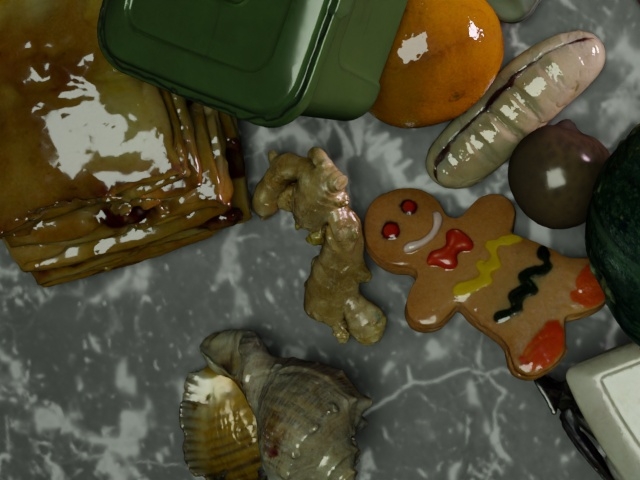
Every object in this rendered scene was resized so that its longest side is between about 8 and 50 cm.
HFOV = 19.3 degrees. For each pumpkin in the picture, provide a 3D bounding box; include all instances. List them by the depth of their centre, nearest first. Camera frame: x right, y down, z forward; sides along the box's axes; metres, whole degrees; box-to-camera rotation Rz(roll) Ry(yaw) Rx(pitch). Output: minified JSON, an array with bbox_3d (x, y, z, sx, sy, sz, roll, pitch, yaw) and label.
[{"bbox_3d":[0.388,-0.042,1.703,0.293,0.197,0.263,-30,53,-15],"label":"pumpkin"}]

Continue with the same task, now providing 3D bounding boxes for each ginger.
[{"bbox_3d":[0.000,0.000,1.859,0.193,0.052,0.176,37,137,20],"label":"ginger"}]

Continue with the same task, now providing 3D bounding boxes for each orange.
[{"bbox_3d":[0.099,-0.182,1.813,0.156,0.156,0.124,-34,66,8],"label":"orange"}]

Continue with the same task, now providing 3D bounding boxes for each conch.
[{"bbox_3d":[-0.051,0.182,1.853,0.178,0.163,0.245,-42,57,-8],"label":"conch"}]

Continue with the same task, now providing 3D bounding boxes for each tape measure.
[{"bbox_3d":[0.367,0.191,1.811,0.271,0.133,0.231,-20,83,10],"label":"tape measure"}]

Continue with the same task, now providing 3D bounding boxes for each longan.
[{"bbox_3d":[0.234,-0.066,1.826,0.113,0.092,0.113,6,76,-23],"label":"longan"}]

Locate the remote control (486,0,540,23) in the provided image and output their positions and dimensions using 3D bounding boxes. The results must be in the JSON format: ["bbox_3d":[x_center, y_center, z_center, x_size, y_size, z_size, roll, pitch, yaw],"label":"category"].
[{"bbox_3d":[0.086,-0.345,1.845,0.335,0.065,0.128,32,94,5],"label":"remote control"}]

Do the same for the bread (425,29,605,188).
[{"bbox_3d":[0.188,-0.131,1.851,0.214,0.053,0.073,-41,84,8],"label":"bread"}]

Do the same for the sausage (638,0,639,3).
[{"bbox_3d":[0.346,-0.202,1.837,0.029,0.029,0.223,-32,89,8],"label":"sausage"}]

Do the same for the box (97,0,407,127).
[{"bbox_3d":[-0.028,-0.274,1.710,0.253,0.178,0.328,24,99,34],"label":"box"}]

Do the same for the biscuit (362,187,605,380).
[{"bbox_3d":[0.149,0.026,1.837,0.250,0.036,0.165,32,71,19],"label":"biscuit"}]

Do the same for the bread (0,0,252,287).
[{"bbox_3d":[-0.235,-0.129,1.847,0.277,0.167,0.324,-19,92,8],"label":"bread"}]
